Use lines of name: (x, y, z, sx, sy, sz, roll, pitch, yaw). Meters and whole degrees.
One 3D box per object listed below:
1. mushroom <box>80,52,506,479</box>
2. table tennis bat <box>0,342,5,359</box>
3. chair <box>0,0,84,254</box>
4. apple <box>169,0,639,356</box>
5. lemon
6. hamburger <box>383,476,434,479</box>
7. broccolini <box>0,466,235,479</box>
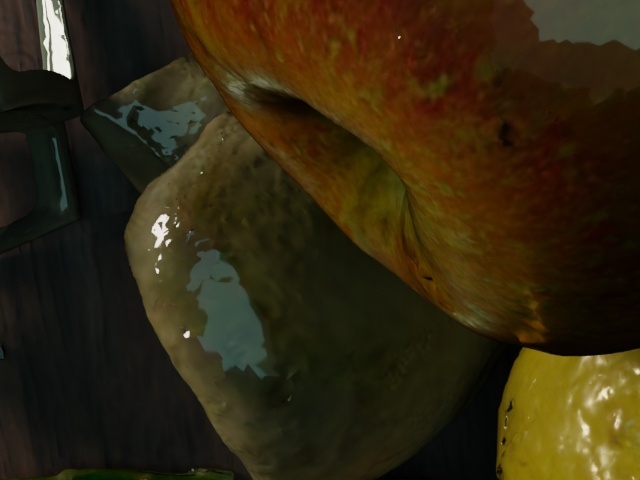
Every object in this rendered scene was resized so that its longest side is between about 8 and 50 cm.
mushroom: (0.010, 0.002, 0.980, 0.217, 0.212, 0.292, -26, 90, 9)
table tennis bat: (-0.247, 0.075, 1.068, 0.083, 0.007, 0.050, -4, 96, 0)
chair: (-0.244, -0.066, 0.964, 0.190, 0.203, 0.274, -14, 88, 11)
apple: (0.121, -0.143, 0.776, 0.374, 0.384, 0.374, -18, 124, -29)
lemon: (0.238, 0.104, 0.966, 0.260, 0.260, 0.284, 21, 99, -4)
hamburger: (0.051, 0.314, 1.026, 0.284, 0.174, 0.304, -43, 106, -9)
broccolini: (-0.184, 0.165, 1.059, 0.254, 0.057, 0.071, 0, 139, 1)
